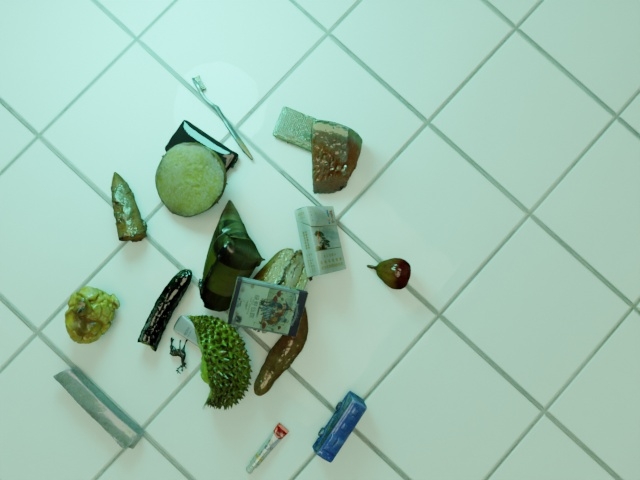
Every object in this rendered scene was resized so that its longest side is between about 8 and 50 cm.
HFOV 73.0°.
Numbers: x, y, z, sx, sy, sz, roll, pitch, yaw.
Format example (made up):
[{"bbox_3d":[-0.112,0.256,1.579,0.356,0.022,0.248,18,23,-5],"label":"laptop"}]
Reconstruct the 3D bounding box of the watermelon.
[{"bbox_3d":[0.042,-0.279,1.514,0.193,0.140,0.256,12,100,-5],"label":"watermelon"}]

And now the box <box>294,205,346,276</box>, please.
[{"bbox_3d":[0.000,-0.001,1.486,0.067,0.150,0.232,-14,86,37],"label":"box"}]

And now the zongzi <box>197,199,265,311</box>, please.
[{"bbox_3d":[-0.338,0.052,1.510,0.154,0.317,0.289,19,120,-33],"label":"zongzi"}]

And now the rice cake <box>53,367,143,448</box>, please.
[{"bbox_3d":[-0.754,0.568,1.476,0.365,0.056,0.072,42,86,2],"label":"rice cake"}]

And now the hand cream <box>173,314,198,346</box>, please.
[{"bbox_3d":[-0.395,0.352,1.502,0.255,0.048,0.079,33,110,0],"label":"hand cream"}]

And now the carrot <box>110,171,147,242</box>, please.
[{"bbox_3d":[-0.687,-0.121,1.516,0.102,0.102,0.262,-18,81,-2],"label":"carrot"}]

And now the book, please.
[{"bbox_3d":[-0.169,0.214,1.379,0.232,0.026,0.157,14,98,-12],"label":"book"}]

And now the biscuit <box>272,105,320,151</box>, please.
[{"bbox_3d":[-0.064,-0.397,1.566,0.200,0.040,0.121,22,89,-1],"label":"biscuit"}]

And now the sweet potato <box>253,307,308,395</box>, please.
[{"bbox_3d":[-0.116,0.375,1.486,0.106,0.095,0.354,29,87,-44],"label":"sweet potato"}]

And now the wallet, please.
[{"bbox_3d":[-0.427,-0.311,1.552,0.250,0.044,0.149,35,90,1],"label":"wallet"}]

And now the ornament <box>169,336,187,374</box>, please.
[{"bbox_3d":[-0.495,0.403,1.503,0.074,0.028,0.125,0,93,20],"label":"ornament"}]

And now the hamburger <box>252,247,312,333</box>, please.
[{"bbox_3d":[-0.163,0.170,1.467,0.155,0.245,0.282,40,44,-22],"label":"hamburger"}]

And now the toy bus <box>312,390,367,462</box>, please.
[{"bbox_3d":[0.063,0.633,1.469,0.079,0.094,0.236,34,86,1],"label":"toy bus"}]

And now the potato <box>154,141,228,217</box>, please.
[{"bbox_3d":[-0.429,-0.218,1.484,0.299,0.116,0.239,-32,99,28],"label":"potato"}]

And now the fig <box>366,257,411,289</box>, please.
[{"bbox_3d":[0.253,0.102,1.518,0.119,0.119,0.153,-45,45,-4],"label":"fig"}]

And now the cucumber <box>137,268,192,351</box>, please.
[{"bbox_3d":[-0.535,0.230,1.496,0.081,0.072,0.303,25,85,3],"label":"cucumber"}]

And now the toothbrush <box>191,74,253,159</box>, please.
[{"bbox_3d":[-0.354,-0.443,1.569,0.037,0.028,0.375,-34,87,-11],"label":"toothbrush"}]

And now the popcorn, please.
[{"bbox_3d":[-0.778,0.241,1.462,0.141,0.163,0.193,20,118,19],"label":"popcorn"}]

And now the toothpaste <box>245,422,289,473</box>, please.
[{"bbox_3d":[-0.187,0.720,1.492,0.048,0.031,0.190,40,84,5],"label":"toothpaste"}]

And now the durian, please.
[{"bbox_3d":[-0.335,0.414,1.446,0.158,0.170,0.354,-16,106,-42],"label":"durian"}]
